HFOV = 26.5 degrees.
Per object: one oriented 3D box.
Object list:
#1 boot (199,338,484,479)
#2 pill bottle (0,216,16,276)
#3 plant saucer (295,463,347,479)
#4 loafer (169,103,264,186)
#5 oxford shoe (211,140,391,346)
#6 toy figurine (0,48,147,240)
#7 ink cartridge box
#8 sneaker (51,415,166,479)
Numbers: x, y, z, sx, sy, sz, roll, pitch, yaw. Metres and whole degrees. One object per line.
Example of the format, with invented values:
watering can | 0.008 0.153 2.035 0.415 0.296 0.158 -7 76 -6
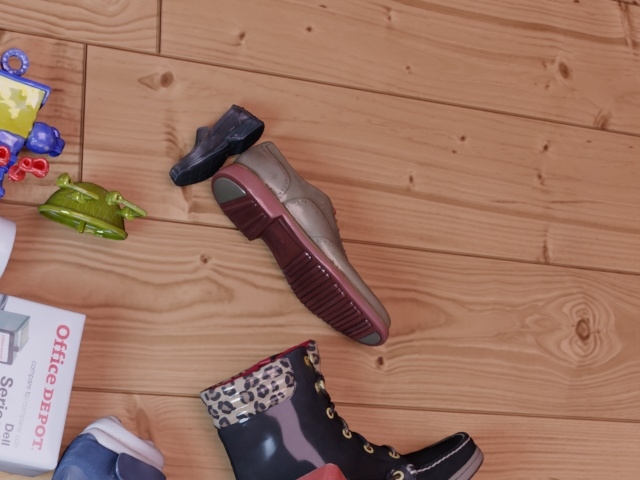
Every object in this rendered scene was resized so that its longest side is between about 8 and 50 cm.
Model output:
boot | 0.029 0.276 1.919 0.377 0.138 0.284 -23 88 -21
pill bottle | -0.503 -0.013 1.736 0.208 0.117 0.118 19 69 -21
plant saucer | -0.028 0.459 1.788 0.258 0.048 0.259 -29 99 11
loafer | -0.161 -0.138 1.980 0.061 0.062 0.170 44 57 15
oxford shoe | 0.000 0.000 1.984 0.348 0.123 0.130 50 56 -8
toy figurine | -0.392 -0.157 1.797 0.362 0.191 0.217 18 65 -23
ink cartridge box | -0.460 0.165 1.708 0.289 0.121 0.211 15 70 -21
sneaker | -0.231 0.379 1.766 0.323 0.130 0.236 59 34 -29
